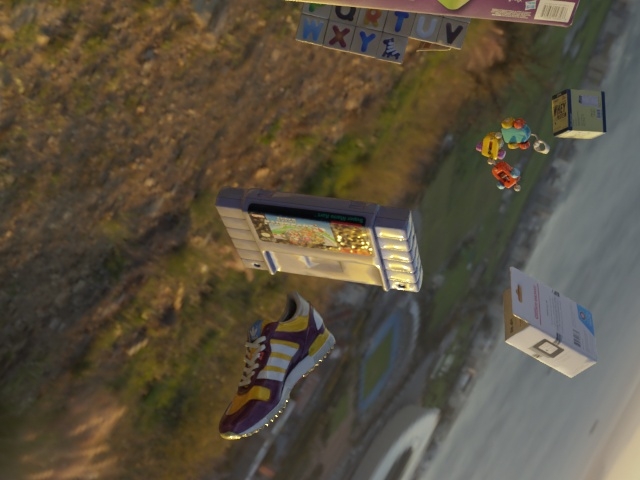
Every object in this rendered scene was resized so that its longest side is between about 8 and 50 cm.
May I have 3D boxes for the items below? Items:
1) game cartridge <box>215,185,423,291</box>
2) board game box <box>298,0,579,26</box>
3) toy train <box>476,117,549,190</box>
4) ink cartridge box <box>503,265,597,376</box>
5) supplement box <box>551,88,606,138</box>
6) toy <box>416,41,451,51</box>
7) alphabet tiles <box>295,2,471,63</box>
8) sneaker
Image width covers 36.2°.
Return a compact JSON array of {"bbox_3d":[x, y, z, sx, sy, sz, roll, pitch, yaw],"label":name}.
[{"bbox_3d":[0.000,0.000,1.782,0.230,0.355,0.068,66,35,-59],"label":"game cartridge"},{"bbox_3d":[0.097,-0.311,0.929,0.208,0.347,0.056,101,-8,-55],"label":"board game box"},{"bbox_3d":[0.381,-0.177,1.924,0.046,0.125,0.166,-48,178,-37],"label":"toy train"},{"bbox_3d":[0.348,0.128,1.545,0.060,0.180,0.104,-43,-152,40],"label":"ink cartridge box"},{"bbox_3d":[0.496,-0.242,1.876,0.056,0.083,0.083,156,-66,-72],"label":"supplement box"},{"bbox_3d":[0.220,-0.418,1.793,0.136,0.056,0.237,-62,-170,5],"label":"toy"},{"bbox_3d":[0.102,-0.348,1.365,0.009,0.237,0.198,-97,-159,-62],"label":"alphabet tiles"},{"bbox_3d":[-0.064,0.136,1.077,0.083,0.070,0.185,56,49,-16],"label":"sneaker"}]
